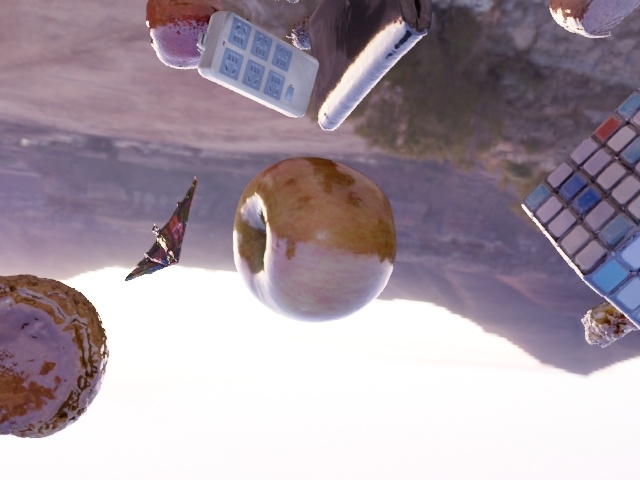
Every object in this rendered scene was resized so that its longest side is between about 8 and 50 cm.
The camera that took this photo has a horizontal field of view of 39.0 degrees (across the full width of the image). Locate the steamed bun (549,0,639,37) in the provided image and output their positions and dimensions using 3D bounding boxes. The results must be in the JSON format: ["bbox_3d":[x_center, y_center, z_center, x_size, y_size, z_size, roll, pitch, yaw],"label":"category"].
[{"bbox_3d":[0.432,-0.389,1.363,0.106,0.175,0.145,23,-167,-21],"label":"steamed bun"}]

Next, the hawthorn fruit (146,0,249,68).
[{"bbox_3d":[-0.232,-0.407,1.721,0.194,0.156,0.157,-1,180,0],"label":"hawthorn fruit"}]

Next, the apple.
[{"bbox_3d":[0.000,0.000,1.405,0.264,0.264,0.264,6,180,0],"label":"apple"}]

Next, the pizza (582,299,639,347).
[{"bbox_3d":[0.668,0.141,1.900,0.161,0.085,0.305,-5,152,-40],"label":"pizza"}]

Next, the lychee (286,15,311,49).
[{"bbox_3d":[-0.028,-0.415,1.807,0.083,0.067,0.068,1,171,14],"label":"lychee"}]

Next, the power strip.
[{"bbox_3d":[-0.074,-0.215,1.121,0.035,0.081,0.192,12,176,41],"label":"power strip"}]

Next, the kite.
[{"bbox_3d":[-0.374,-0.002,2.189,0.016,0.321,0.234,30,-172,-31],"label":"kite"}]

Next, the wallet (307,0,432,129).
[{"bbox_3d":[0.067,-0.352,1.472,0.062,0.228,0.406,-4,168,-18],"label":"wallet"}]

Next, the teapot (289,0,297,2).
[{"bbox_3d":[-0.060,-0.349,1.037,0.270,0.182,0.173,-15,143,30],"label":"teapot"}]

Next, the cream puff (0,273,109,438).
[{"bbox_3d":[-0.320,0.111,0.983,0.183,0.183,0.169,6,-173,-10],"label":"cream puff"}]

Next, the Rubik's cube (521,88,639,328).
[{"bbox_3d":[0.560,-0.025,1.487,0.287,0.292,0.293,38,-167,-24],"label":"Rubik's cube"}]
